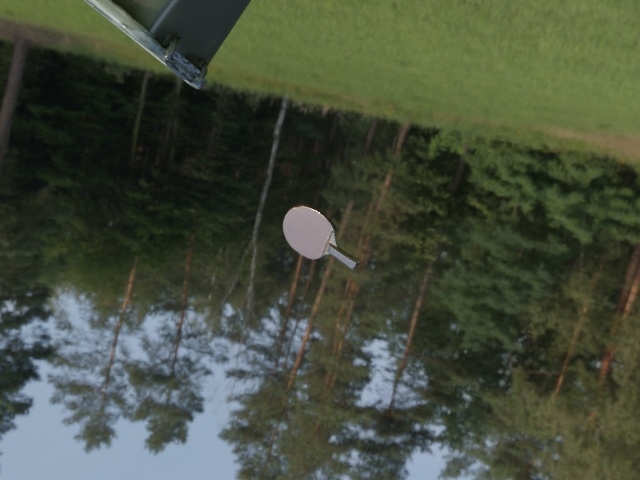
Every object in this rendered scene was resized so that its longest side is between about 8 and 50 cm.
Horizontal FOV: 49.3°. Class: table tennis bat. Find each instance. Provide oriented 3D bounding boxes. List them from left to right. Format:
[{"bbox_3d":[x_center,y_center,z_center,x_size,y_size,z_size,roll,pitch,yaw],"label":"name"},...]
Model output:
[{"bbox_3d":[0.000,0.000,0.637,0.083,0.050,0.007,35,-148,17],"label":"table tennis bat"}]

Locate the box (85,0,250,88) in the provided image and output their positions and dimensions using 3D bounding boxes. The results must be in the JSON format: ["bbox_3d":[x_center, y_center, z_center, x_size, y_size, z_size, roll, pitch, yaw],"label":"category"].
[{"bbox_3d":[-0.193,-0.295,0.766,0.243,0.135,0.163,40,-177,20],"label":"box"}]
